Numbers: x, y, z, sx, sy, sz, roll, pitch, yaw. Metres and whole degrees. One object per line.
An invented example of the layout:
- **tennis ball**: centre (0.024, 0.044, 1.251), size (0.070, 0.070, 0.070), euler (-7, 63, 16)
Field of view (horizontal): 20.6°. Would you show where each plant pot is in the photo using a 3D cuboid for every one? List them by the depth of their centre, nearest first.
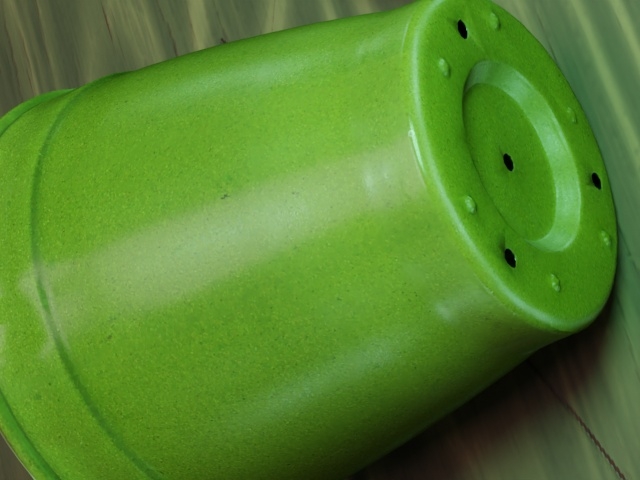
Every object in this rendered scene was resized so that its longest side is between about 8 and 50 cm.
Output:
- **plant pot**: centre (0.000, 0.000, 1.220), size (0.353, 0.366, 0.366), euler (-24, 70, 33)
